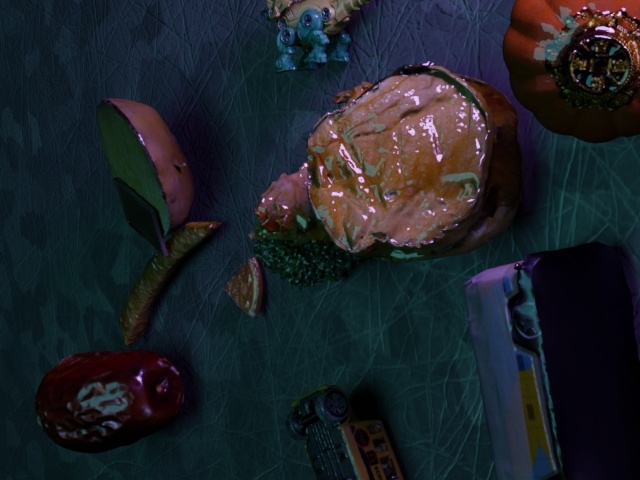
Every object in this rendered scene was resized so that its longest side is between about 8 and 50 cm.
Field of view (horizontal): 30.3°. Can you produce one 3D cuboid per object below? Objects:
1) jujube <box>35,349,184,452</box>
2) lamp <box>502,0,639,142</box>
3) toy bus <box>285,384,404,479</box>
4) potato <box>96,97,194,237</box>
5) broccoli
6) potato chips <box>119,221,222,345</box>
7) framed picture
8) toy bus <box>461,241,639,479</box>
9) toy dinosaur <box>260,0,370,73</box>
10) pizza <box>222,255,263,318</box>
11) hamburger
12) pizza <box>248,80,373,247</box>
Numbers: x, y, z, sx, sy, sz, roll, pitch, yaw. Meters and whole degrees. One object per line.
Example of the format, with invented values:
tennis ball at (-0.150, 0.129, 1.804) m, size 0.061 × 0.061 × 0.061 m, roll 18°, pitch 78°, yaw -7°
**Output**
jujube at (-0.411, 0.308, 2.309) m, size 0.318 × 0.223 × 0.223 m, roll -17°, pitch 83°, yaw 40°
lamp at (0.322, -0.221, 1.361) m, size 0.223 × 0.196 × 0.223 m, roll 4°, pitch 111°, yaw 11°
toy bus at (0.063, 0.386, 1.822) m, size 0.121 × 0.123 × 0.336 m, roll -38°, pitch 66°, yaw 48°
potato at (-0.300, -0.140, 2.156) m, size 0.239 × 0.116 × 0.299 m, roll 47°, pitch 156°, yaw 38°
broccoli at (0.000, 0.000, 1.821) m, size 0.194 × 0.194 × 0.220 m, roll -23°, pitch 49°, yaw 49°
potato chips at (-0.297, 0.060, 2.256) m, size 0.080 × 0.057 × 0.407 m, roll 52°, pitch 133°, yaw 13°
framed picture at (-0.334, -0.044, 2.195) m, size 0.149 × 0.011 × 0.109 m, roll 37°, pitch 148°, yaw 43°
toy bus at (0.301, 0.205, 1.488) m, size 0.162 × 0.171 × 0.386 m, roll -14°, pitch 85°, yaw 60°
toy dinosaur at (0.005, -0.336, 1.817) m, size 0.259 × 0.094 × 0.153 m, roll 6°, pitch 104°, yaw 41°
pizza at (-0.124, 0.073, 2.078) m, size 0.100 × 0.029 × 0.099 m, roll 36°, pitch 114°, yaw 39°
hamburger at (0.129, -0.101, 1.589) m, size 0.284 × 0.134 × 0.266 m, roll -5°, pitch 82°, yaw 19°
pizza at (0.036, -0.109, 1.714) m, size 0.074 × 0.287 × 0.251 m, roll 74°, pitch -165°, yaw -70°
